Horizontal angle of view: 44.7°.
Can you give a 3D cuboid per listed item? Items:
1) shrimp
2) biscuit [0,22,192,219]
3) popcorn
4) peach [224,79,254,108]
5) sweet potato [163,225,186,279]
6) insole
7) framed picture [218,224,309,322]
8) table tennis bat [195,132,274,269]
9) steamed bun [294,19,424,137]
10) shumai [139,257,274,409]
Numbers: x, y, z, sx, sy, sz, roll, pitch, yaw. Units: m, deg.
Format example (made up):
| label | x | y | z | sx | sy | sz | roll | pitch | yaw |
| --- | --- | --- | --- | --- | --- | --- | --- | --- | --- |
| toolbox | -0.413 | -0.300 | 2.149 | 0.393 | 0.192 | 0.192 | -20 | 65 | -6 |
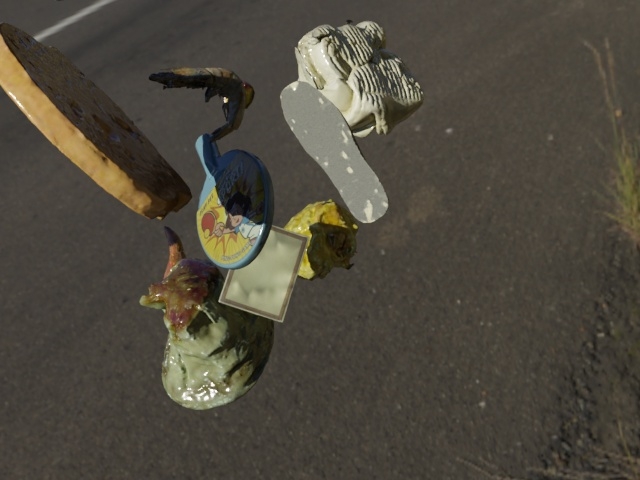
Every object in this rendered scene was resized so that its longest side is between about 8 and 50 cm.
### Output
| label | x | y | z | sx | sy | sz | roll | pitch | yaw |
| --- | --- | --- | --- | --- | --- | --- | --- | --- | --- |
| shrimp | -0.236 | -0.265 | 1.520 | 0.195 | 0.147 | 0.035 | -2 | 5 | -25 |
| biscuit | -0.374 | -0.182 | 1.253 | 0.062 | 0.385 | 0.365 | -42 | 2 | 7 |
| popcorn | 0.001 | 0.008 | 2.240 | 0.249 | 0.225 | 0.249 | -32 | 5 | 3 |
| peach | -0.203 | -0.360 | 1.911 | 0.077 | 0.083 | 0.050 | -29 | 70 | -12 |
| sweet potato | -0.415 | 0.079 | 2.201 | 0.058 | 0.078 | 0.255 | -37 | 46 | 49 |
| insole | 0.023 | -0.137 | 1.192 | 0.081 | 0.248 | 0.011 | -33 | 1 | 18 |
| framed picture | -0.140 | 0.072 | 1.957 | 0.173 | 0.231 | 0.010 | 19 | -10 | 1 |
| table tennis bat | -0.179 | -0.089 | 1.494 | 0.215 | 0.044 | 0.329 | -51 | 46 | 28 |
| steamed bun | 0.078 | -0.440 | 2.185 | 0.237 | 0.394 | 0.346 | -37 | 33 | 45 |
| shumai | -0.320 | 0.221 | 2.072 | 0.324 | 0.323 | 0.397 | 1 | 56 | 24 |
